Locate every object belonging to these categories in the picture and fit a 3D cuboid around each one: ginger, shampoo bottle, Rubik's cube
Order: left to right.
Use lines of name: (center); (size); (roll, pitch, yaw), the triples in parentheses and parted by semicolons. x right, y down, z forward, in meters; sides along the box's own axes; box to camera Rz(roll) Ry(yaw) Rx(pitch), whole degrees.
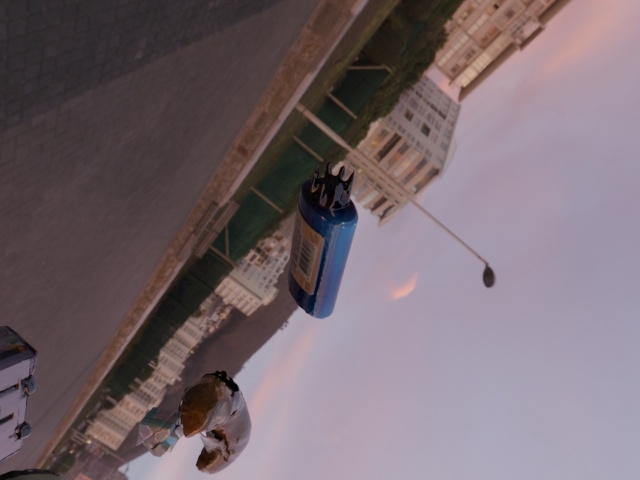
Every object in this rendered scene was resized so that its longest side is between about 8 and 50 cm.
Rubik's cube: (-0.297, 0.363, 0.783); (0.075, 0.084, 0.073); (-5, 108, -71)
ginger: (-0.191, 0.340, 0.786); (0.309, 0.107, 0.133); (90, 13, -48)
shampoo bottle: (0.000, 0.000, 0.472); (0.050, 0.087, 0.182); (-13, 135, -26)

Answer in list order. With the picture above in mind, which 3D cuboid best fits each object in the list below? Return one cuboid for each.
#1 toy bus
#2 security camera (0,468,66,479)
toy bus: (-0.658, 0.320, 0.837); (0.112, 0.138, 0.316); (-20, 143, -58)
security camera: (-0.417, 0.434, 0.545); (0.277, 0.197, 0.191); (-60, -140, 21)
